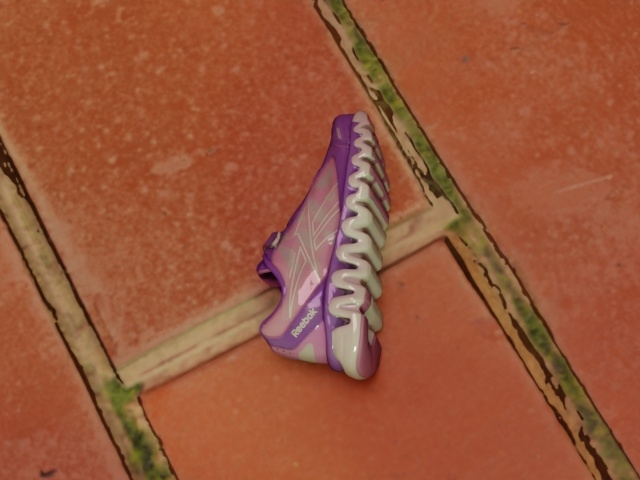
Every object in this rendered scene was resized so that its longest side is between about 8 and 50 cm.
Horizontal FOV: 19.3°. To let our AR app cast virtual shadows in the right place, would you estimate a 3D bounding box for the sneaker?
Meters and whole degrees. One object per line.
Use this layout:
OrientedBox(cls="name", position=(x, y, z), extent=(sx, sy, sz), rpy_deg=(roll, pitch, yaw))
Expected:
OrientedBox(cls="sneaker", position=(0.000, 0.000, 1.559), extent=(0.105, 0.095, 0.236), rpy_deg=(-1, 66, 16))
